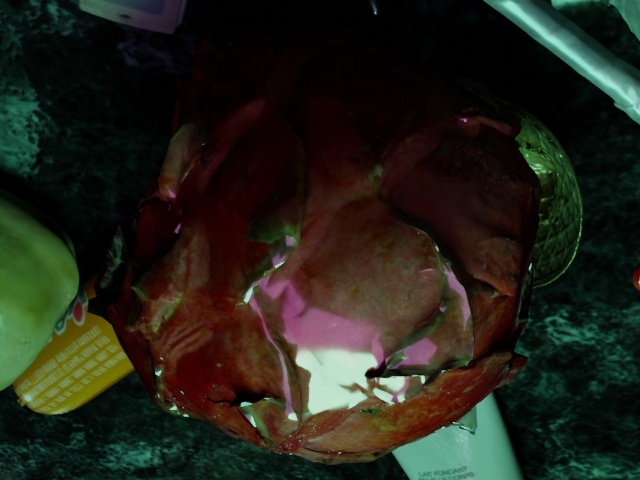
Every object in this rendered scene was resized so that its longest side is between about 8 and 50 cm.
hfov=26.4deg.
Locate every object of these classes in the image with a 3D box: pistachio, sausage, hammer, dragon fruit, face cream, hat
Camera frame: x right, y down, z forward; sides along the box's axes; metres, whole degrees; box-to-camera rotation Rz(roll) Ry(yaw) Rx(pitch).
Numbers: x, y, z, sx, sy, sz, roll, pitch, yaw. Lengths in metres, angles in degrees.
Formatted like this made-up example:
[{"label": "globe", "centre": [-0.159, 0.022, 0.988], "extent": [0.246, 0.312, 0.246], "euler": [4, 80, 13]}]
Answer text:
[{"label": "pistachio", "centre": [-0.338, 0.027, 1.124], "extent": [0.260, 0.163, 0.213], "euler": [38, 101, -23]}, {"label": "sausage", "centre": [-0.185, 0.075, 1.192], "extent": [0.093, 0.093, 0.312], "euler": [34, 134, -24]}, {"label": "hammer", "centre": [0.184, -0.110, 0.853], "extent": [0.427, 0.152, 0.044], "euler": [31, 135, -20]}, {"label": "dragon fruit", "centre": [0.000, 0.000, 0.924], "extent": [0.301, 0.296, 0.296], "euler": [11, 139, 13]}, {"label": "face cream", "centre": [0.121, 0.185, 1.262], "extent": [0.143, 0.089, 0.314], "euler": [-13, 122, 25]}, {"label": "hat", "centre": [0.154, -0.042, 1.011], "extent": [0.146, 0.067, 0.146], "euler": [24, 124, 41]}]

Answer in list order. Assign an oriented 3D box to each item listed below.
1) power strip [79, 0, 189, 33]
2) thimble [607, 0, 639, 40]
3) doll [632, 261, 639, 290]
[{"label": "power strip", "centre": [-0.104, -0.236, 0.856], "extent": [0.078, 0.052, 0.272], "euler": [15, 138, -5]}, {"label": "thimble", "centre": [0.257, -0.185, 0.724], "extent": [0.237, 0.150, 0.237], "euler": [-8, 137, -7]}, {"label": "doll", "centre": [0.324, -0.023, 0.977], "extent": [0.217, 0.085, 0.183], "euler": [-36, 122, 19]}]
